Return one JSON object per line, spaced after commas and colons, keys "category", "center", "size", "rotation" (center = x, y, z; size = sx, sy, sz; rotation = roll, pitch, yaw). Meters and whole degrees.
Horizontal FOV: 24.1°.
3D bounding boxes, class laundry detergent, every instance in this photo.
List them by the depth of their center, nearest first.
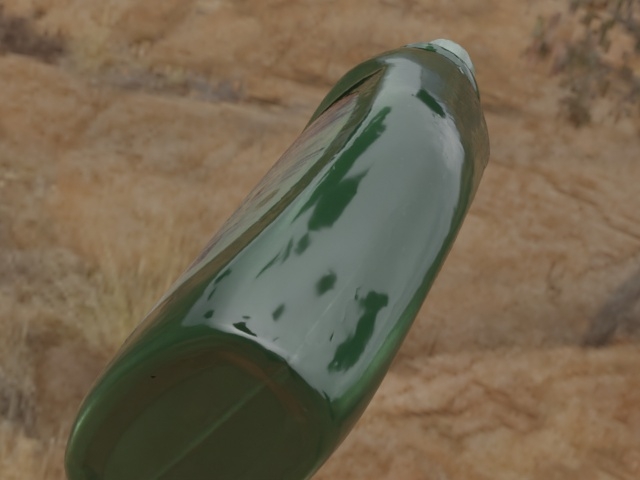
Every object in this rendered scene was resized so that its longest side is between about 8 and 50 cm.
{"category": "laundry detergent", "center": [0.000, 0.000, 0.484], "size": [0.063, 0.137, 0.211], "rotation": [39, 42, -5]}
